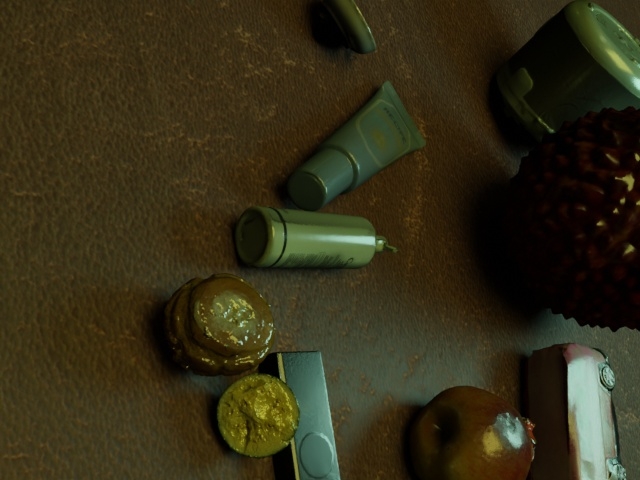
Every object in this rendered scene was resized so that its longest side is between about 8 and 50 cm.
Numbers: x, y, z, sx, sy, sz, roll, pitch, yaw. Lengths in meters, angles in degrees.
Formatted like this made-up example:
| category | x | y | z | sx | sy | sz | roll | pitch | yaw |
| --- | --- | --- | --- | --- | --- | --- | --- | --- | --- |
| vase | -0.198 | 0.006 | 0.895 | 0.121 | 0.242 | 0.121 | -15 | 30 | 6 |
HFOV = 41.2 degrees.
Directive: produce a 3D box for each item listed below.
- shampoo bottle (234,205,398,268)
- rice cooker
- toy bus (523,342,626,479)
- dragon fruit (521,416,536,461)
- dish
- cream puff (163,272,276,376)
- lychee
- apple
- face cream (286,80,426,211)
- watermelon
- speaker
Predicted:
| category | x | y | z | sx | sy | sz | roll | pitch | yaw |
| --- | --- | --- | --- | --- | --- | --- | --- | --- | --- |
| shampoo bottle | 0.000 | 0.000 | 1.252 | 0.262 | 0.085 | 0.085 | 3 | 69 | -43 |
| rice cooker | 0.536 | -0.329 | 1.793 | 0.288 | 0.277 | 0.288 | 28 | 38 | -24 |
| toy bus | 0.444 | 0.324 | 1.503 | 0.147 | 0.127 | 0.303 | 23 | 57 | -32 |
| dragon fruit | 0.307 | 0.342 | 1.399 | 0.081 | 0.086 | 0.116 | 77 | 34 | -49 |
| dish | 0.027 | -0.368 | 1.465 | 0.141 | 0.078 | 0.141 | 57 | 1 | -2 |
| cream puff | -0.131 | 0.109 | 1.061 | 0.144 | 0.103 | 0.126 | 21 | 53 | -37 |
| lychee | 0.547 | -0.032 | 1.573 | 0.500 | 0.424 | 0.425 | 24 | 50 | -71 |
| apple | 0.236 | 0.312 | 1.290 | 0.173 | 0.160 | 0.195 | 41 | 41 | -35 |
| face cream | 0.067 | -0.152 | 1.395 | 0.136 | 0.086 | 0.385 | 58 | 38 | -8 |
| watermelon | -0.078 | 0.218 | 1.080 | 0.062 | 0.105 | 0.106 | 140 | -75 | -89 |
| speaker | -0.026 | 0.257 | 1.136 | 0.082 | 0.044 | 0.218 | 6 | 67 | -42 |
